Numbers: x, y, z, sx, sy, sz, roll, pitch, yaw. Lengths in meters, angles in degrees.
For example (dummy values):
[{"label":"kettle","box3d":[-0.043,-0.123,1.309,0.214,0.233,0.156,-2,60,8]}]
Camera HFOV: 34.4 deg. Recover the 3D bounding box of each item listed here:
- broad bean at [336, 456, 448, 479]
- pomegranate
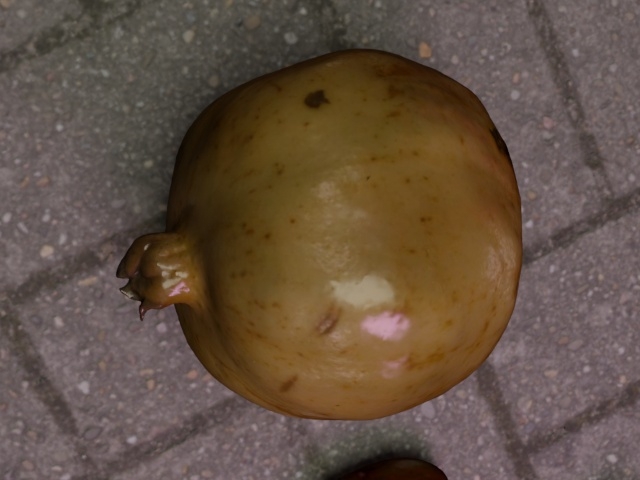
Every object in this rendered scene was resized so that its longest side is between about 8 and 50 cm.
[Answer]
[{"label":"broad bean","box3d":[0.059,0.286,1.060,0.165,0.084,0.114,-16,120,-16]},{"label":"pomegranate","box3d":[0.000,0.000,0.868,0.343,0.342,0.342,-2,101,-12]}]
